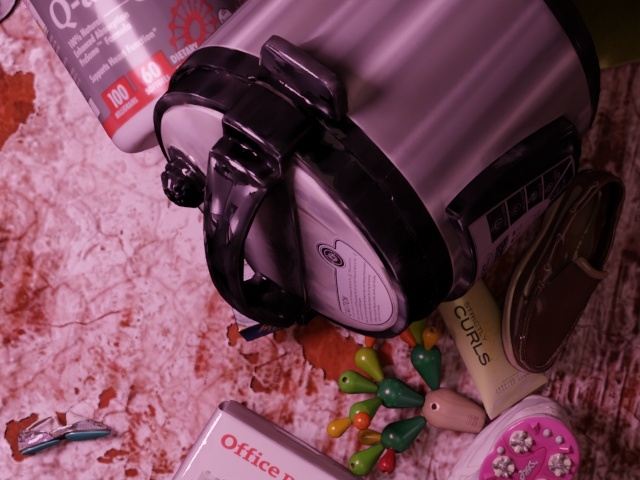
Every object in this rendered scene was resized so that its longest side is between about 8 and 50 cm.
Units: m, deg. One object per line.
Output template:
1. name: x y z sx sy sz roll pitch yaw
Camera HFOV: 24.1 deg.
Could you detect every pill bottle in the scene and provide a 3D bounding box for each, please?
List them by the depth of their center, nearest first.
1. pill bottle: -0.235 -0.300 1.719 0.210 0.210 0.363 -33 89 0

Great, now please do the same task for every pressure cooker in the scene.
1. pressure cooker: 0.035 -0.103 1.545 0.420 0.375 0.370 -46 116 -20

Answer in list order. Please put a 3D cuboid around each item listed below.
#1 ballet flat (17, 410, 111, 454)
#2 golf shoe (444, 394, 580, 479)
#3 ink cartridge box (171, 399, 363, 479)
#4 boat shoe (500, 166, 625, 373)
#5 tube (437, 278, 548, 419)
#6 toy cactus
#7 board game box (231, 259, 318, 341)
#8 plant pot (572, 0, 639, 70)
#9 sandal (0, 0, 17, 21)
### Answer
1. ballet flat: -0.309 0.226 1.797 0.114 0.041 0.041 -13 89 -1
2. golf shoe: 0.193 0.303 1.766 0.115 0.140 0.306 39 112 -6
3. ink cartridge box: -0.102 0.358 1.754 0.207 0.117 0.283 31 90 1
4. boat shoe: 0.288 0.035 1.752 0.095 0.095 0.257 19 86 -25
5. tube: 0.181 0.087 1.789 0.070 0.062 0.240 -28 91 19
6. toy cactus: 0.111 0.183 1.774 0.180 0.112 0.219 18 81 -9
7. board game box: 0.000 0.000 1.757 0.243 0.042 0.165 -20 65 5
8. plant pot: 0.287 -0.378 1.714 0.275 0.275 0.293 -6 73 0
9. sandal: -0.433 -0.270 1.801 0.179 0.040 0.067 -41 89 -1
